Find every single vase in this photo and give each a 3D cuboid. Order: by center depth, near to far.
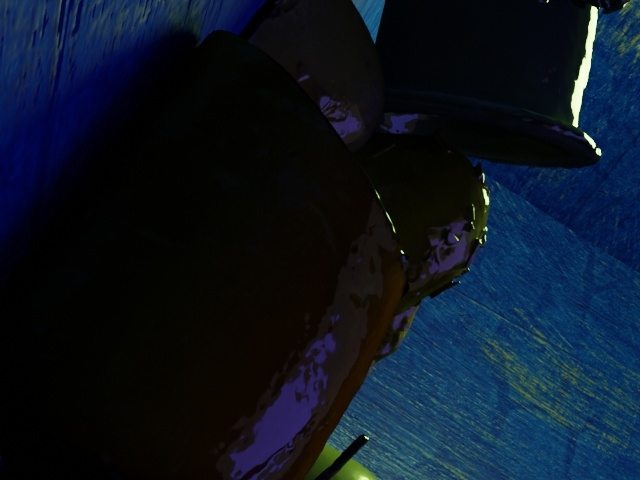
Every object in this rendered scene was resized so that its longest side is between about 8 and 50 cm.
[{"bbox_3d":[0.162,-0.227,1.063,0.245,0.245,0.291,110,-7,-85],"label":"vase"}]

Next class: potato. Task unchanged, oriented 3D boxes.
[{"bbox_3d":[-0.009,-0.114,0.919,0.182,0.117,0.202,-54,180,6],"label":"potato"},{"bbox_3d":[0.000,0.000,1.019,0.300,0.172,0.140,-21,159,-1],"label":"potato"}]

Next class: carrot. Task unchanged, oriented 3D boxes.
[{"bbox_3d":[-0.075,0.065,0.658,0.331,0.214,0.193,-53,177,-21],"label":"carrot"}]

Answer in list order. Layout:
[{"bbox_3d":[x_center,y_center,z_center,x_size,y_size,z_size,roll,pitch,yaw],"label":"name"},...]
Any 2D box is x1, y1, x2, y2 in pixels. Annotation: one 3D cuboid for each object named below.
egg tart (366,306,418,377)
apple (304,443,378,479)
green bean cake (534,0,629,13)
[{"bbox_3d":[-0.028,0.027,1.213,0.341,0.341,0.129,-57,-139,4],"label":"egg tart"},{"bbox_3d":[-0.042,0.327,1.186,0.279,0.279,0.279,-57,179,-2],"label":"apple"},{"bbox_3d":[0.105,-0.211,0.692,0.107,0.208,0.193,-61,179,27],"label":"green bean cake"}]
